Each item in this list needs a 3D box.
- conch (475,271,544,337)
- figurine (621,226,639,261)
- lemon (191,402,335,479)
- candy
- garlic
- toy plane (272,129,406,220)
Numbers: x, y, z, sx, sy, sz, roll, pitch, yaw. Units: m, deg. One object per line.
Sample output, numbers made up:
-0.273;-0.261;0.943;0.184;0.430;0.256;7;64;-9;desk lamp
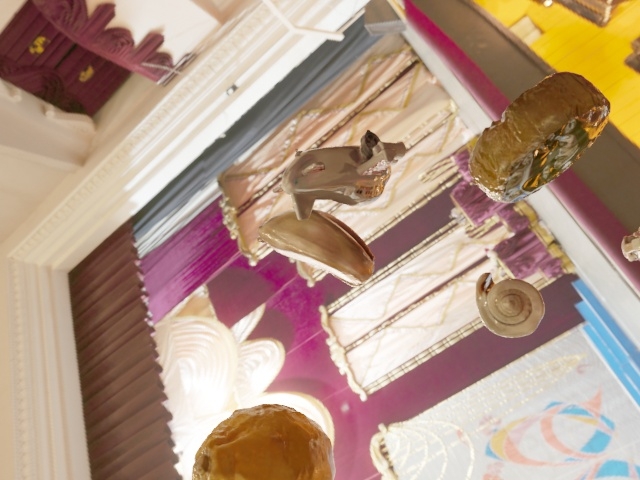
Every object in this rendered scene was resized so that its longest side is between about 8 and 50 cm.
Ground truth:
0.306;0.096;0.799;0.176;0.104;0.094;-17;-71;-61;conch
0.648;0.002;0.913;0.236;0.162;0.141;8;-107;-57;figurine
-0.051;0.209;0.461;0.155;0.114;0.114;30;-151;-49;lemon
0.389;-0.179;0.901;0.260;0.260;0.118;23;-149;-58;candy
0.000;0.000;0.911;0.228;0.110;0.217;23;177;2;garlic
0.033;-0.109;0.869;0.252;0.252;0.118;-8;-101;-70;toy plane
